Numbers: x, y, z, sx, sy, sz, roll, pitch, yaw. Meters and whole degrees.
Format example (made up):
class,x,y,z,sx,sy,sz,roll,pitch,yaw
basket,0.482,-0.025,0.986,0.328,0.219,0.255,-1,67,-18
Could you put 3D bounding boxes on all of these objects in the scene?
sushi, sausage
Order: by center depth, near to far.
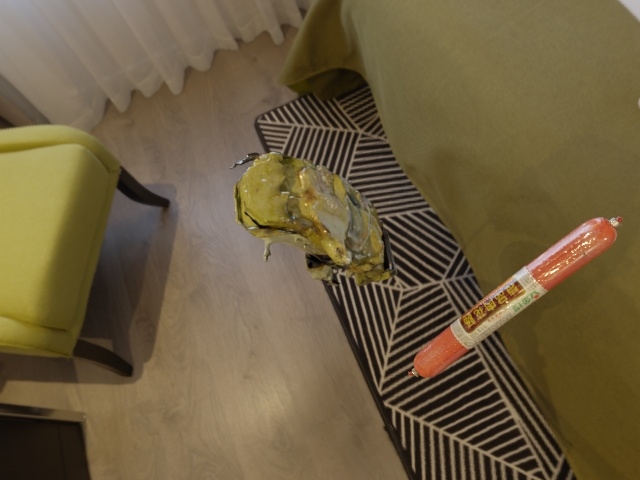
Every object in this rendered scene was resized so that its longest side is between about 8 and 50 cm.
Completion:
class,x,y,z,sx,sy,sz,roll,pitch,yaw
sausage,0.180,0.062,0.460,0.253,0.034,0.034,-46,63,22
sushi,0.006,-0.003,0.592,0.131,0.291,0.139,-20,63,22

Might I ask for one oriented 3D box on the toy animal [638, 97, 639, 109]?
class,x,y,z,sx,sy,sz,roll,pitch,yaw
toy animal,0.491,-0.218,0.404,0.344,0.194,0.302,19,43,41
